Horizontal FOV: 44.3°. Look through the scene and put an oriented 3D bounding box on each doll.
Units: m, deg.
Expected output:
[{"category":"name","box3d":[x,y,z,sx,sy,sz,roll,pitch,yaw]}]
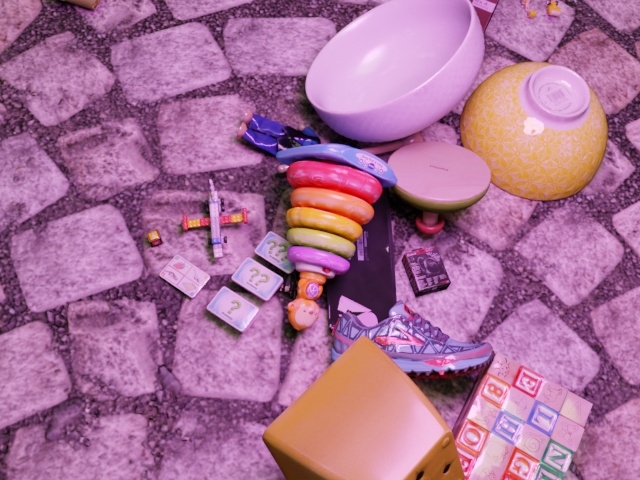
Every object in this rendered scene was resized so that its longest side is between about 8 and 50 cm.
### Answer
[{"category":"doll","box3d":[-0.059,-0.176,1.453,0.189,0.046,0.129,20,54,-4]}]

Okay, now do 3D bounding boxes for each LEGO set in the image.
[{"category":"LEGO set","box3d":[-0.174,0.016,1.330,0.244,0.060,0.182,32,68,16]}]

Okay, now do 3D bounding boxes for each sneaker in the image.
[{"category":"sneaker","box3d":[0.145,0.156,1.252,0.262,0.104,0.125,0,80,6]}]

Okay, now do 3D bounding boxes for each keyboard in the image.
[{"category":"keyboard","box3d":[0.029,0.013,1.383,0.201,0.033,0.317,2,63,-7]}]

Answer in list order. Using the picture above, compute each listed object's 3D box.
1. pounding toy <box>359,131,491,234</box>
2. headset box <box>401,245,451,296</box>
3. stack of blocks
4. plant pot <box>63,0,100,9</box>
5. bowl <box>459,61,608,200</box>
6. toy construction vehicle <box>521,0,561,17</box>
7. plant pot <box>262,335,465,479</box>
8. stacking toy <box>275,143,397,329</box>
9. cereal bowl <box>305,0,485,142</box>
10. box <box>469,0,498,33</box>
[{"category":"pounding toy","box3d":[0.187,-0.096,1.418,0.183,0.110,0.237,-28,48,-32]},{"category":"headset box","box3d":[0.184,0.050,1.382,0.062,0.032,0.083,-14,66,-14]},{"category":"stack of blocks","box3d":[0.281,0.347,1.221,0.171,0.087,0.297,30,65,7]},{"category":"plant pot","box3d":[-0.471,-0.492,1.542,0.079,0.083,0.083,25,63,-9]},{"category":"bowl","box3d":[0.424,-0.237,1.483,0.289,0.156,0.289,3,64,-6]},{"category":"toy construction vehicle","box3d":[0.475,-0.521,1.697,0.086,0.035,0.098,0,67,-19]},{"category":"plant pot","box3d":[0.080,0.304,1.109,0.212,0.212,0.187,-42,45,-22]},{"category":"stacking toy","box3d":[0.000,0.000,1.294,0.175,0.165,0.302,22,78,-38]},{"category":"cereal bowl","box3d":[0.147,-0.299,1.438,0.339,0.141,0.339,-21,39,18]},{"category":"box","box3d":[0.292,-0.532,1.601,0.168,0.167,0.203,25,64,4]}]
